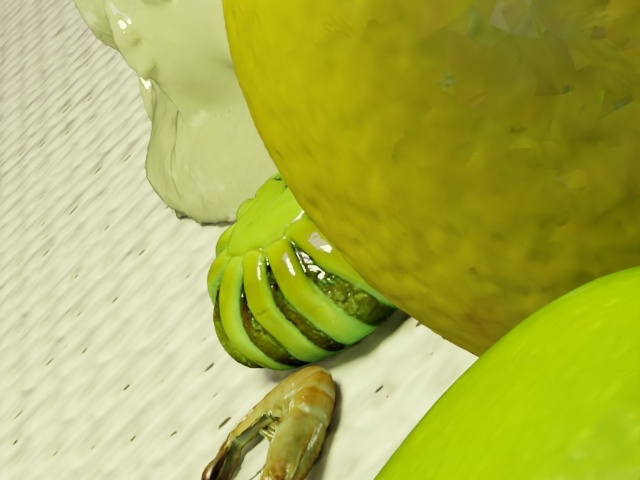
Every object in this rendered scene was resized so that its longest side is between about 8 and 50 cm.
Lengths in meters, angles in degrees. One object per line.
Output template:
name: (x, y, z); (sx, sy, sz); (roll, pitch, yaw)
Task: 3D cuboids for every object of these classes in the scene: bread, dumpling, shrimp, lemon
bread: (0.000, 0.000, 0.777); (0.139, 0.071, 0.130); (-30, 34, 33)
dumpling: (-0.041, -0.161, 0.998); (0.395, 0.233, 0.315); (51, 129, 52)
shrimp: (-0.029, 0.105, 0.719); (0.083, 0.023, 0.114); (-36, 21, 28)
lemon: (0.094, -0.080, 0.517); (0.267, 0.267, 0.267); (-37, 26, 21)

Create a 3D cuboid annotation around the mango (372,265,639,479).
mango: (0.048, 0.162, 0.347); (0.192, 0.156, 0.343); (-19, 39, 61)
